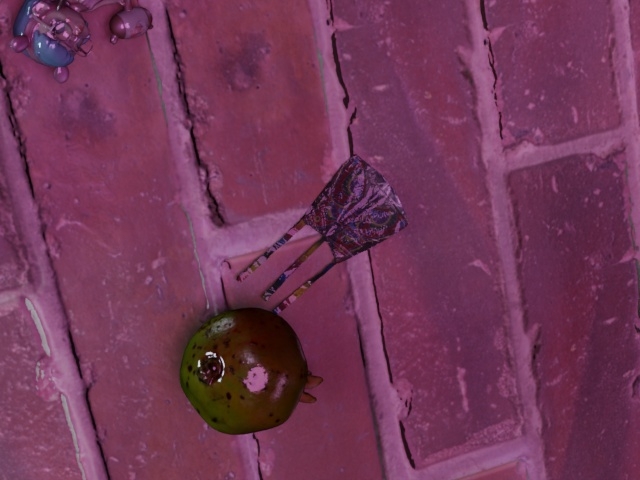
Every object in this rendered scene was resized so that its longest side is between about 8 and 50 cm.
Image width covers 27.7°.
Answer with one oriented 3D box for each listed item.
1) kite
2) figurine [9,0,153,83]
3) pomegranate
[{"bbox_3d":[0.000,0.000,2.054,0.285,0.015,0.152,-40,110,-6],"label":"kite"},{"bbox_3d":[-0.319,-0.345,1.818,0.260,0.103,0.205,-56,149,1],"label":"figurine"},{"bbox_3d":[-0.092,0.210,1.986,0.246,0.198,0.198,25,96,-23],"label":"pomegranate"}]
